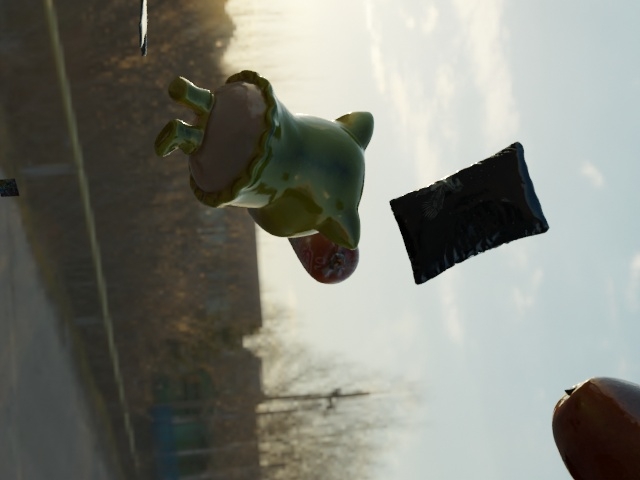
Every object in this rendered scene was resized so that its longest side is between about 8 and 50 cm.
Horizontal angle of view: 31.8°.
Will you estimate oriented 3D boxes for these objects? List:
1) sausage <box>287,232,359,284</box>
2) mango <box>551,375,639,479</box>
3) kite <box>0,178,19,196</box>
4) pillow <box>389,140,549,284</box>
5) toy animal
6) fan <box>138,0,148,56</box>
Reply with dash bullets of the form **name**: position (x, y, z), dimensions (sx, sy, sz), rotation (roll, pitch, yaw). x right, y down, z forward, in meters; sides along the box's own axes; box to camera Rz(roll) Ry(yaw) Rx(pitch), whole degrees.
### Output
- **sausage**: position (0.000, 0.000, 1.717), dimensions (0.312, 0.093, 0.092), rotation (-120, -153, -73)
- **mango**: position (0.354, 0.233, 1.074), dimensions (0.129, 0.289, 0.146), rotation (-56, 163, -30)
- **kite**: position (-0.579, -0.099, 2.024), dimensions (0.002, 0.078, 0.044), rotation (-81, -174, -61)
- **pillow**: position (0.204, -0.038, 1.563), dimensions (0.055, 0.208, 0.141), rotation (22, 49, -61)
- **toy animal**: position (-0.051, -0.086, 1.116), dimensions (0.156, 0.230, 0.156), rotation (-33, -132, 47)
- **fan**: position (-0.196, -0.269, 1.248), dimensions (0.220, 0.009, 0.132), rotation (108, -18, -64)
